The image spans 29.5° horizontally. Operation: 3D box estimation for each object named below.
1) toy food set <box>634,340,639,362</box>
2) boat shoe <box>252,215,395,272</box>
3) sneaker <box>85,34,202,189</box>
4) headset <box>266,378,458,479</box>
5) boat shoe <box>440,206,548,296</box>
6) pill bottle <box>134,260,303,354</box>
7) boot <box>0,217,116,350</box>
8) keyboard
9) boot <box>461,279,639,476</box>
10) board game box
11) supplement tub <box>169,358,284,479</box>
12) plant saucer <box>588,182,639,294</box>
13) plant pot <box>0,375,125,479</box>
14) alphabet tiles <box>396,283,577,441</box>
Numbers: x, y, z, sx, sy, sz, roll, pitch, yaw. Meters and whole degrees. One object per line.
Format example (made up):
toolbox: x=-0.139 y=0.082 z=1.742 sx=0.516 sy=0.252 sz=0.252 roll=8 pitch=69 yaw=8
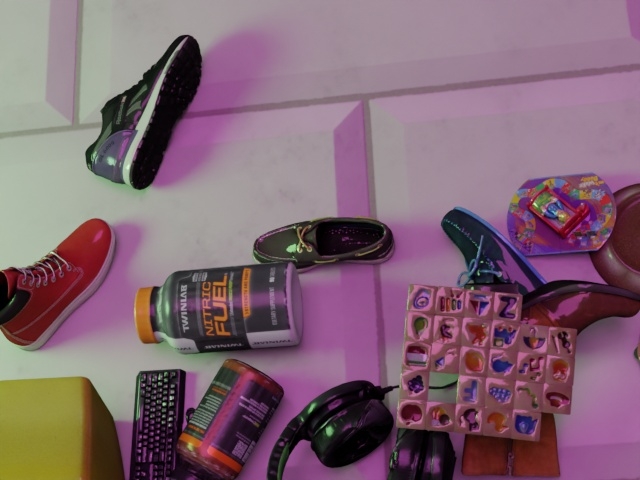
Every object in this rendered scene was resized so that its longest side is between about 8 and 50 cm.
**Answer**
toy food set: x=0.503 y=0.166 z=1.781 sx=0.083 sy=0.020 sz=0.083 roll=17 pitch=72 yaw=14
boat shoe: x=0.000 y=0.000 z=1.900 sx=0.227 sy=0.069 sz=0.081 roll=-5 pitch=67 yaw=7
sneaker: x=-0.302 y=-0.230 z=2.025 sx=0.124 sy=0.107 sz=0.283 roll=17 pitch=72 yaw=21
headset: x=0.089 y=0.271 z=1.713 sx=0.243 sy=0.185 sz=0.394 roll=29 pitch=58 yaw=18
boat shoe: x=0.265 y=0.055 z=1.817 sx=0.089 sy=0.109 sz=0.258 roll=-41 pitch=66 yaw=-9
pill bottle: x=-0.156 y=0.105 z=1.849 sx=0.245 sy=0.130 sz=0.131 roll=-5 pitch=68 yaw=7
boot: x=-0.422 y=0.045 z=1.890 sx=0.088 sy=0.176 sz=0.244 roll=30 pitch=74 yaw=20
keyboard: x=-0.235 y=0.284 z=1.848 sx=0.108 sy=0.023 sz=0.180 roll=-2 pitch=69 yaw=8
boot: x=0.329 y=0.198 z=1.719 sx=0.264 sy=0.096 sz=0.281 roll=-2 pitch=92 yaw=-11
board game box: x=0.365 y=-0.047 z=1.862 sx=0.168 sy=0.033 sz=0.133 roll=-5 pitch=65 yaw=20
supplement tub: x=-0.143 y=0.280 z=1.790 sx=0.106 sy=0.106 sz=0.198 roll=26 pitch=74 yaw=18
plant saucer: x=0.506 y=-0.004 z=1.842 sx=0.198 sy=0.036 sz=0.199 roll=-3 pitch=68 yaw=7
plant pot: x=-0.399 y=0.315 z=1.773 sx=0.212 sy=0.212 sz=0.187 roll=-4 pitch=55 yaw=7
alphabet tiles: x=0.230 y=0.169 z=1.669 sx=0.237 sy=0.009 sz=0.198 roll=6 pitch=85 yaw=0
